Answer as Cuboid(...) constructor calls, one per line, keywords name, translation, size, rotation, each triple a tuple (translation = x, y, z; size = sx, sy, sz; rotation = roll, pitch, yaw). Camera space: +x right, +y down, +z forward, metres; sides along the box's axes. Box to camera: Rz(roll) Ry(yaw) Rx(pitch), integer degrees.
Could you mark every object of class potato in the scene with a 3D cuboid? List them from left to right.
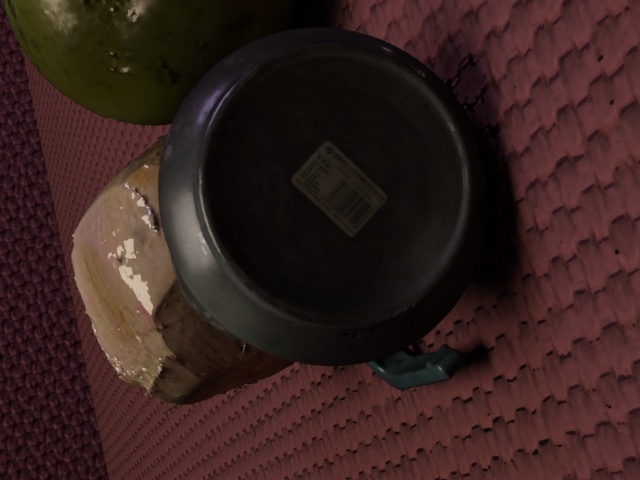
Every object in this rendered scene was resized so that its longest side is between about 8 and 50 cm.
Cuboid(name="potato", translation=(-0.127, -0.198, 0.911), size=(0.304, 0.215, 0.216), rotation=(-131, 35, -52))

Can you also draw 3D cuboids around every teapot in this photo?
Cuboid(name="teapot", translation=(0.000, 0.000, 0.733), size=(0.203, 0.171, 0.225), rotation=(49, 167, -1))

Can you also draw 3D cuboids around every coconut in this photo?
Cuboid(name="coconut", translation=(-0.082, 0.008, 0.926), size=(0.194, 0.194, 0.194), rotation=(170, 90, -72))
